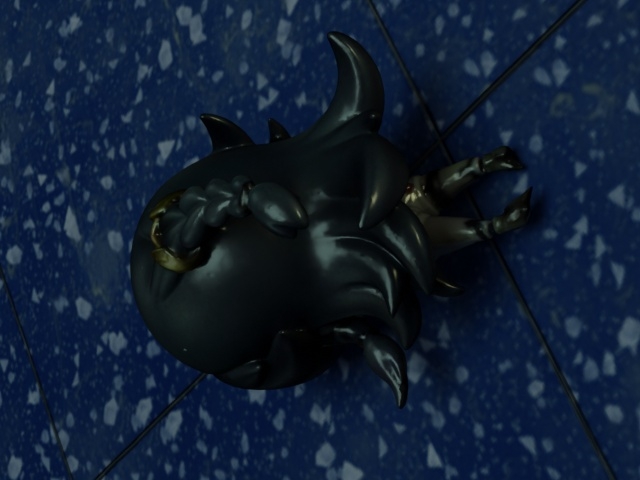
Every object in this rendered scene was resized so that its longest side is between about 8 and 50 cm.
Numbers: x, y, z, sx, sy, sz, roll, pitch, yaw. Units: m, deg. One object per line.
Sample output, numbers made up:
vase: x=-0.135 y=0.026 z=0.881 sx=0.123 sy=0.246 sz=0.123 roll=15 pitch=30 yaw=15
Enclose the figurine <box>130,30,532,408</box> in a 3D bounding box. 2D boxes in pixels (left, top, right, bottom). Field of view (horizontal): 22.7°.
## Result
figurine: x=-0.010 y=-0.002 z=1.056 sx=0.265 sy=0.197 sz=0.175 roll=-47 pitch=20 yaw=38
